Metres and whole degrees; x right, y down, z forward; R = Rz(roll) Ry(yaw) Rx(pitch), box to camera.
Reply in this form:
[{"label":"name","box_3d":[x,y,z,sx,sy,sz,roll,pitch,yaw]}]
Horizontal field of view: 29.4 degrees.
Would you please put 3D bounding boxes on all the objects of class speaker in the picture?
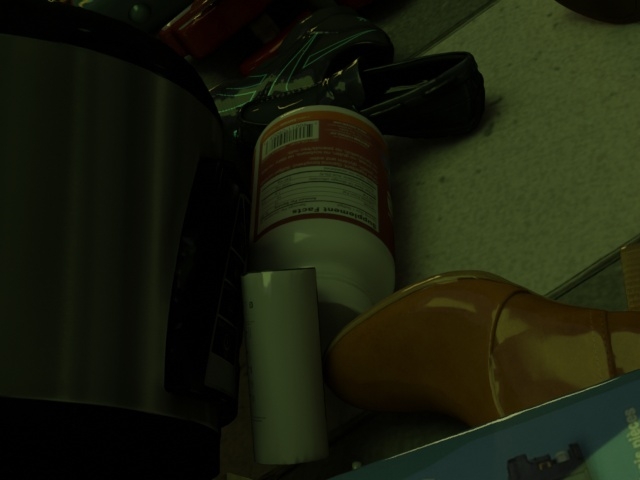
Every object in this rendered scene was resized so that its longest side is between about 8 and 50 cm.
[{"label":"speaker","box_3d":[-0.025,0.088,0.858,0.055,0.055,0.136,-6,87,38]}]

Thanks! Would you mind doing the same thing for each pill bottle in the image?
[{"label":"pill bottle","box_3d":[0.000,0.000,0.991,0.121,0.121,0.216,-23,40,23]}]

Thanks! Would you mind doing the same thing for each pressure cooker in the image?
[{"label":"pressure cooker","box_3d":[-0.250,0.079,0.887,0.375,0.370,0.420,-17,65,42]}]

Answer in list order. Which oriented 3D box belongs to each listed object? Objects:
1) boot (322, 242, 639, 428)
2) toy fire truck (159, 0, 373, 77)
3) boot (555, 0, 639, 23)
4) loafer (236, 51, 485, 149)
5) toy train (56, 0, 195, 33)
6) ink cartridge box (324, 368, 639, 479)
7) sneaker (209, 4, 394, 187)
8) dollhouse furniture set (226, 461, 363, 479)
[{"label":"boot","box_3d":[0.127,0.119,0.771,0.295,0.104,0.211,-18,42,22]},{"label":"toy fire truck","box_3d":[-0.046,-0.305,1.329,0.302,0.169,0.254,-41,18,-2]},{"label":"boot","box_3d":[0.293,-0.262,1.041,0.197,0.073,0.152,13,62,34]},{"label":"loafer","box_3d":[0.032,-0.126,1.073,0.223,0.078,0.076,-7,42,9]},{"label":"toy train","box_3d":[-0.252,-0.331,1.555,0.334,0.142,0.190,-31,50,10]},{"label":"ink cartridge box","box_3d":[0.108,0.193,0.552,0.395,0.270,0.151,-25,54,22]},{"label":"sneaker","box_3d":[-0.040,-0.122,1.169,0.267,0.101,0.106,-47,39,-7]},{"label":"dollhouse furniture set","box_3d":[0.004,0.170,0.817,0.091,0.114,0.081,5,57,45]}]
